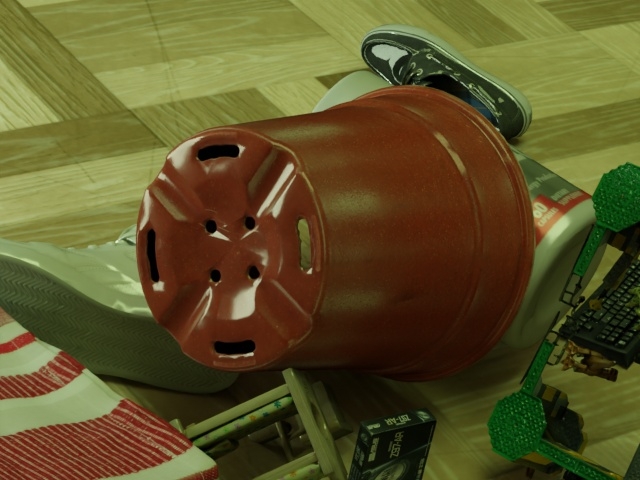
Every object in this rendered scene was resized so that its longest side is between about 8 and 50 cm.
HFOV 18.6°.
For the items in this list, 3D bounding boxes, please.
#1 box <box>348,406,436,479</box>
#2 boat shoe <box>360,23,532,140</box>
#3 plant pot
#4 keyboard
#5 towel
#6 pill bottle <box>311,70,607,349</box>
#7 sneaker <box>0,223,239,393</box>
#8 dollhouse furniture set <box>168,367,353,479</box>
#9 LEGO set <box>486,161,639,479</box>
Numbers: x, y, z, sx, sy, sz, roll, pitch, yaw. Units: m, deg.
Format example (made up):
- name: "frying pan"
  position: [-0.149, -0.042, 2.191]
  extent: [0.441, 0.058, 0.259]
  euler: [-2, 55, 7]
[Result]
- name: "box"
  position: [0.059, 0.183, 1.639]
  extent: [0.067, 0.083, 0.018]
  euler: [-9, 38, -30]
- name: "boat shoe"
  position: [0.132, -0.175, 2.237]
  extent: [0.228, 0.080, 0.076]
  euler: [34, 36, 19]
- name: "plant pot"
  position: [0.000, 0.000, 1.669]
  extent: [0.272, 0.272, 0.265]
  euler: [33, 21, 30]
- name: "keyboard"
  position: [0.322, 0.071, 1.956]
  extent: [0.108, 0.023, 0.180]
  euler: [25, 35, 20]
- name: "towel"
  position: [-0.263, 0.124, 1.506]
  extent: [0.329, 0.037, 0.237]
  euler: [31, 24, 35]
- name: "pill bottle"
  position: [0.119, -0.036, 1.851]
  extent: [0.283, 0.161, 0.161]
  euler: [34, 38, 22]
- name: "sneaker"
  position: [-0.209, 0.038, 1.773]
  extent: [0.293, 0.108, 0.169]
  euler: [18, 30, -9]
- name: "dollhouse furniture set"
  position: [-0.068, 0.196, 1.623]
  extent: [0.182, 0.161, 0.101]
  euler: [-25, 76, 8]
- name: "LEGO set"
  position: [0.319, 0.111, 1.678]
  extent: [0.255, 0.331, 0.192]
  euler: [15, -6, 46]
